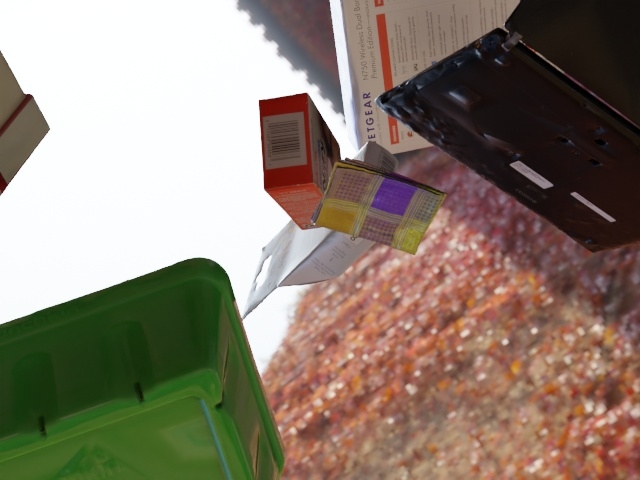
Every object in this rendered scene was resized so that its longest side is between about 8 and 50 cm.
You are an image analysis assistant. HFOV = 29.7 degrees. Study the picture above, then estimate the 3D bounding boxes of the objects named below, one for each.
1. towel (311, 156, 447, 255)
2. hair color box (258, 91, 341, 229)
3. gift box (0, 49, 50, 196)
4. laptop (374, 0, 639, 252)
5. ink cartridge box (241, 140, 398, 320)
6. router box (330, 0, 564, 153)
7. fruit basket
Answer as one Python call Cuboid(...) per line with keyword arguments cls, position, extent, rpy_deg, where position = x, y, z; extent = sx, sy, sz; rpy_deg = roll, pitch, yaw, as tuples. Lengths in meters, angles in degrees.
Cuboid(cls="towel", position=(0.039, -0.023, 0.844), extent=(0.083, 0.060, 0.009), rpy_deg=(18, -146, -13))
Cuboid(cls="hair color box", position=(-0.016, -0.075, 1.201), extent=(0.167, 0.053, 0.093), rpy_deg=(50, -145, -74))
Cuboid(cls="gift box", position=(-0.439, -0.111, 1.126), extent=(0.255, 0.276, 0.258), rpy_deg=(-59, -39, -37))
Cuboid(cls="laptop", position=(0.215, -0.122, 0.866), extent=(0.234, 0.264, 0.136), rpy_deg=(32, -113, -17))
Cuboid(cls="ink cartridge box", position=(0.000, 0.000, 1.477), extent=(0.056, 0.224, 0.181), rpy_deg=(36, -150, -13))
Cuboid(cls="router box", position=(0.170, -0.301, 1.625), extent=(0.082, 0.301, 0.335), rpy_deg=(-114, 14, -62))
Cuboid(cls="fruit basket", position=(-0.228, 0.187, 1.137), extent=(0.392, 0.392, 0.282), rpy_deg=(-47, -55, -56))
